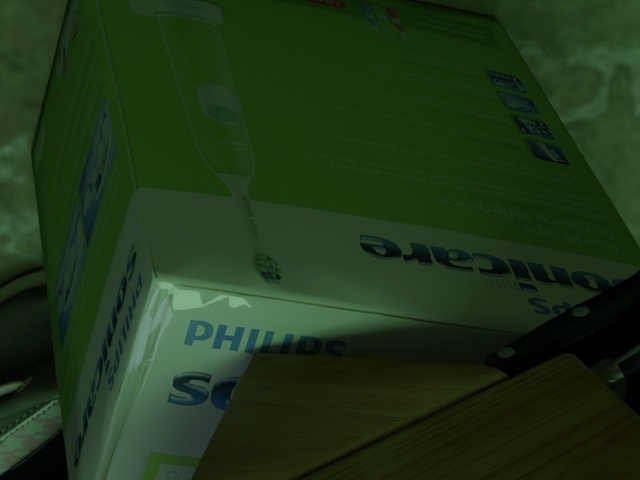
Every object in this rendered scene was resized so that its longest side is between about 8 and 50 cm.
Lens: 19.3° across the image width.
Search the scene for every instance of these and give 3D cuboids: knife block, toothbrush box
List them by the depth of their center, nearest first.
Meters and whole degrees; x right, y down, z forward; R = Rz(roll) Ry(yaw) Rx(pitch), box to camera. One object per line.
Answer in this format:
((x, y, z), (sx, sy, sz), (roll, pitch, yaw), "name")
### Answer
((0.075, 0.113, 0.552), (0.242, 0.276, 0.088), (2, 126, 21), "knife block")
((0.000, 0.000, 0.771), (0.206, 0.283, 0.122), (9, 118, -19), "toothbrush box")

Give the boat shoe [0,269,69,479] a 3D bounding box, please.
((-0.217, 0.147, 0.924), (0.335, 0.095, 0.112), (-42, 121, 14), "boat shoe")
